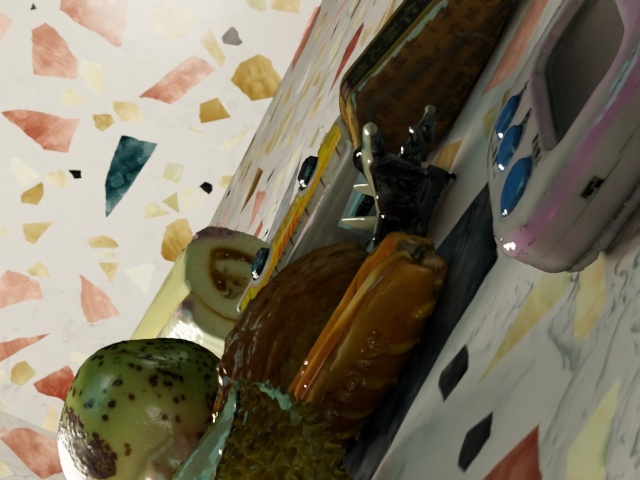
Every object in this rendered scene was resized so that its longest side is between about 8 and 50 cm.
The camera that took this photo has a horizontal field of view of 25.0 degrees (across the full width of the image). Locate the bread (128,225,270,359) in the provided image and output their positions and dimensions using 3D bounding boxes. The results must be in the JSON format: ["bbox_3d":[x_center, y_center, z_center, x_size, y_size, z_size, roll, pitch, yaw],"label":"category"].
[{"bbox_3d":[-0.166,0.149,1.880,0.338,0.155,0.187,-53,23,44],"label":"bread"}]

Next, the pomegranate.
[{"bbox_3d":[-0.176,0.240,1.564,0.204,0.222,0.276,-41,39,28],"label":"pomegranate"}]

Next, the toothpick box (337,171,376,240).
[{"bbox_3d":[0.056,-0.043,1.446,0.052,0.052,0.083,-154,87,-81],"label":"toothpick box"}]

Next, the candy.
[{"bbox_3d":[0.113,-0.193,1.380,0.271,0.101,0.143,-54,22,16],"label":"candy"}]

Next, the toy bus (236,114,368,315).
[{"bbox_3d":[0.000,0.000,1.557,0.268,0.092,0.106,-61,20,22],"label":"toy bus"}]

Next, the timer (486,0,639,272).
[{"bbox_3d":[0.169,-0.085,0.877,0.191,0.069,0.208,-60,9,28],"label":"timer"}]

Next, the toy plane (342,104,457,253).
[{"bbox_3d":[0.067,-0.045,1.239,0.262,0.088,0.192,91,-161,-76],"label":"toy plane"}]

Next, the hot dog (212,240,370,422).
[{"bbox_3d":[-0.038,0.108,1.377,0.175,0.114,0.259,107,-176,-74],"label":"hot dog"}]

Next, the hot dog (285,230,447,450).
[{"bbox_3d":[0.025,0.102,1.191,0.115,0.072,0.269,-79,15,-52],"label":"hot dog"}]

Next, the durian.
[{"bbox_3d":[-0.055,0.234,1.103,0.237,0.138,0.193,-57,16,30],"label":"durian"}]
